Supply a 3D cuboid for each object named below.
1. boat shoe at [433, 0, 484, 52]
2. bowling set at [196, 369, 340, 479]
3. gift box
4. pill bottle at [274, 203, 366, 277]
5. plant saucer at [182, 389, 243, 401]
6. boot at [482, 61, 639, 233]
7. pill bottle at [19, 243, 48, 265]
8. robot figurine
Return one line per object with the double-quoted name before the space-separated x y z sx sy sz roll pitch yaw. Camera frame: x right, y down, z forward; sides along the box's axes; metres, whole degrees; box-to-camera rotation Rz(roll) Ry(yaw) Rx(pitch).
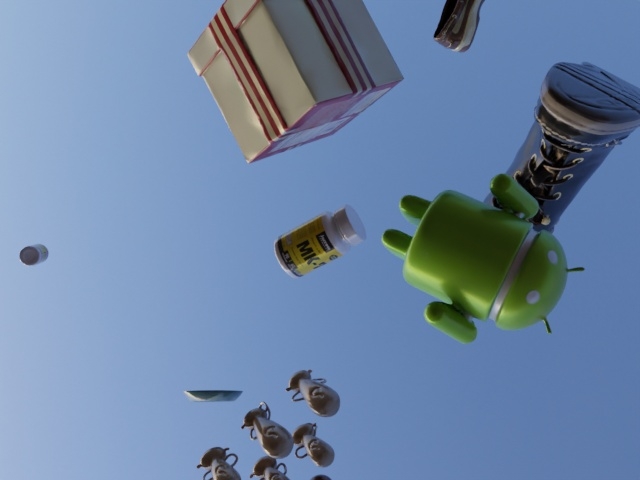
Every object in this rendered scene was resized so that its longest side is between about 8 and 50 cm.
"boat shoe" 0.311 -0.550 1.360 0.095 0.095 0.257 -139 -120 -72
"bowling set" -0.070 0.403 1.164 0.287 0.199 0.154 -32 -158 -19
"gift box" -0.043 -0.314 1.070 0.255 0.276 0.258 -29 -91 45
"pill bottle" 0.000 0.000 1.539 0.209 0.119 0.119 -28 -119 20
"plant saucer" -0.214 0.310 1.238 0.119 0.119 0.021 -8 -108 26
"boot" 0.339 -0.112 0.921 0.138 0.377 0.284 34 -60 12
"pill bottle" -0.607 0.029 1.328 0.044 0.083 0.043 -1 -85 -8
"robot figurine" 0.097 0.011 0.384 0.115 0.067 0.101 27 -95 19
